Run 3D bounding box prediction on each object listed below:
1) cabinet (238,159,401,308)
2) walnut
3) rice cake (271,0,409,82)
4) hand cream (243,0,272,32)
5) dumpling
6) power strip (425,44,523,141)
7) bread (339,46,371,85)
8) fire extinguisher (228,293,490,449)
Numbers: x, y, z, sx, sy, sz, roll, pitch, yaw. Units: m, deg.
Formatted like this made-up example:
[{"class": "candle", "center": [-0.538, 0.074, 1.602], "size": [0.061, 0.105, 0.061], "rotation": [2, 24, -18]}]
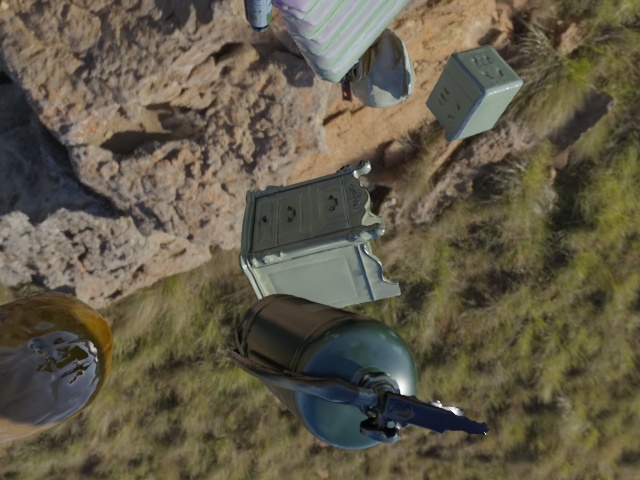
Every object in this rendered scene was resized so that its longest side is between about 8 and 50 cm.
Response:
[{"class": "cabinet", "center": [0.000, 0.000, 1.256], "size": [0.318, 0.289, 0.227], "rotation": [-14, 128, 9]}, {"class": "walnut", "center": [-0.353, 0.151, 0.626], "size": [0.207, 0.167, 0.167], "rotation": [-22, 132, -24]}, {"class": "rice cake", "center": [0.049, -0.231, 0.421], "size": [0.198, 0.189, 0.037], "rotation": [-46, 79, 8]}, {"class": "hand cream", "center": [-0.121, -0.477, 0.974], "size": [0.055, 0.088, 0.256], "rotation": [-40, 171, -9]}, {"class": "dumpling", "center": [0.154, -0.488, 1.503], "size": [0.244, 0.175, 0.226], "rotation": [-5, 119, 29]}, {"class": "power strip", "center": [0.360, -0.341, 1.296], "size": [0.139, 0.140, 0.224], "rotation": [-23, 158, -25]}, {"class": "bread", "center": [0.069, -0.512, 1.306], "size": [0.099, 0.235, 0.210], "rotation": [-5, 132, -3]}, {"class": "fire extinguisher", "center": [0.003, 0.097, 0.405], "size": [0.118, 0.294, 0.093], "rotation": [14, 84, -18]}]
